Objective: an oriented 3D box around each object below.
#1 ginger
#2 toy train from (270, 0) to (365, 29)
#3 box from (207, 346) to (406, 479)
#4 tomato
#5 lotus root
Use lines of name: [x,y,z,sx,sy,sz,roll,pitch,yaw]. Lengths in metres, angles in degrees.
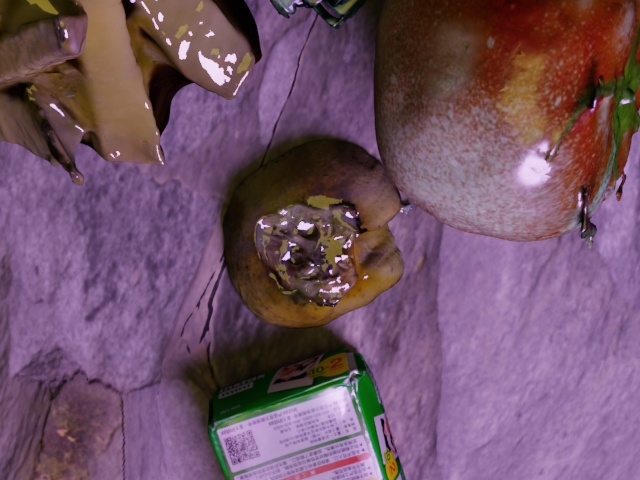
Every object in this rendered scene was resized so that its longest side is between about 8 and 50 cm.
ginger: [-0.278,-0.187,1.358,0.413,0.211,0.358,33,123,-19]
toy train: [0.061,-0.307,1.413,0.115,0.154,0.269,45,98,-2]
box: [-0.004,0.251,1.565,0.180,0.103,0.250,-17,101,2]
tomato: [0.174,-0.147,1.390,0.239,0.303,0.304,13,103,20]
lotus root: [-0.004,0.002,1.524,0.203,0.078,0.183,-33,102,4]
